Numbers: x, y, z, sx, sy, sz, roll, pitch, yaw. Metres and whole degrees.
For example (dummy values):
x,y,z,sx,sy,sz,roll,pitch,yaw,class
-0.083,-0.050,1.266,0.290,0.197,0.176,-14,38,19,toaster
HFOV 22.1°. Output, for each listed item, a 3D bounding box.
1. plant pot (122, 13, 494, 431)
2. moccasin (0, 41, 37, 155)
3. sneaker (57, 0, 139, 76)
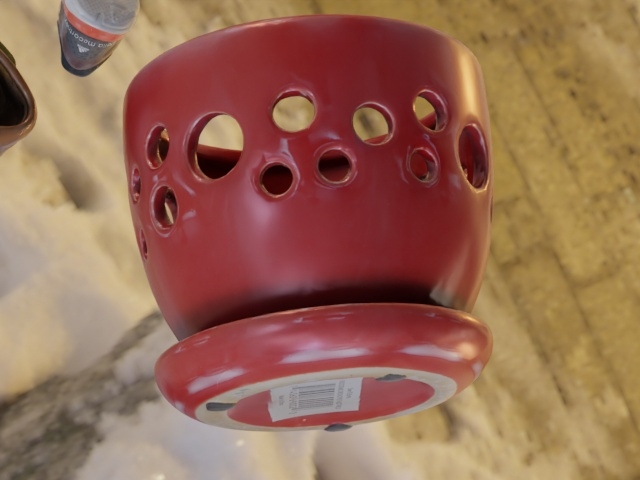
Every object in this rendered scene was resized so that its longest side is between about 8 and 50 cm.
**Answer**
x,y,z,sx,sy,sz,roll,pitch,yaw,class
0.000,0.000,0.834,0.191,0.191,0.174,13,63,-48,plant pot
-0.331,-0.162,0.946,0.380,0.147,0.139,43,57,-23,moccasin
-0.144,-0.160,1.051,0.061,0.065,0.158,25,35,-10,sneaker
